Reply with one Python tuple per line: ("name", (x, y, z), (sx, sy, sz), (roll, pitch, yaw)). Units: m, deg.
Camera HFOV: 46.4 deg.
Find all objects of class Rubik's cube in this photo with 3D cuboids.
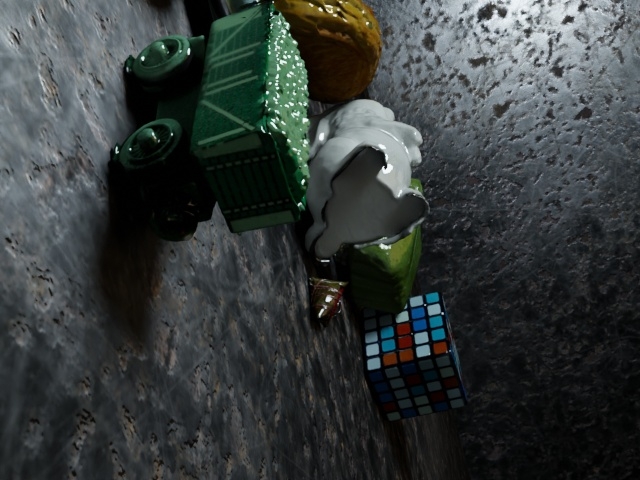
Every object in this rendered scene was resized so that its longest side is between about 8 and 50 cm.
("Rubik's cube", (0.197, 0.247, 1.583), (0.187, 0.182, 0.184), (-91, 164, -48))

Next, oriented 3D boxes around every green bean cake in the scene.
("green bean cake", (0.137, 0.010, 1.544), (0.222, 0.124, 0.248), (84, 19, -46))

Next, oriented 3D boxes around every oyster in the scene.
("oyster", (0.041, -0.004, 1.500), (0.100, 0.037, 0.098), (58, 21, -57))

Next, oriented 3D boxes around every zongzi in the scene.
("zongzi", (0.006, 0.108, 1.198), (0.073, 0.067, 0.083), (80, 22, -52))

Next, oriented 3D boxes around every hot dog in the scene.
("hot dog", (-0.018, -0.381, 1.295), (0.267, 0.174, 0.387), (55, 4, 18))

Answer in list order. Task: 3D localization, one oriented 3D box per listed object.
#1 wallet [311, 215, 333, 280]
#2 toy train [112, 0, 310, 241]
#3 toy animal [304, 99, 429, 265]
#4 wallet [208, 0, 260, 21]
("wallet", (0.000, 0.000, 1.346), (0.157, 0.018, 0.082), (-93, 163, -47))
("toy train", (-0.094, -0.113, 0.675), (0.270, 0.154, 0.115), (-92, 161, -47))
("toy animal", (0.056, -0.136, 1.324), (0.194, 0.257, 0.357), (55, 11, -30))
("wallet", (-0.131, -0.370, 0.994), (0.176, 0.074, 0.251), (-142, -143, -85))
